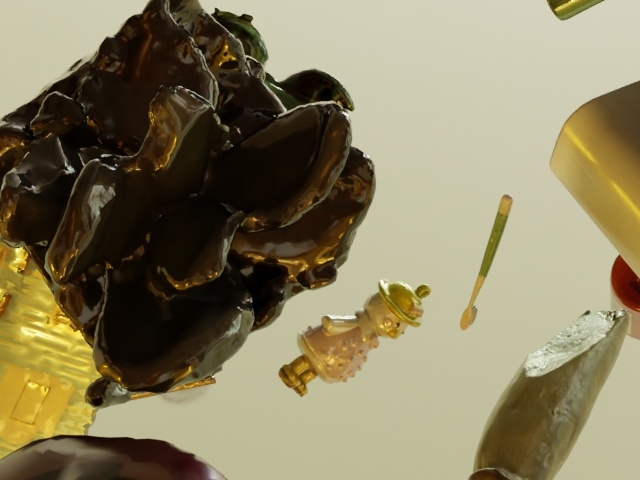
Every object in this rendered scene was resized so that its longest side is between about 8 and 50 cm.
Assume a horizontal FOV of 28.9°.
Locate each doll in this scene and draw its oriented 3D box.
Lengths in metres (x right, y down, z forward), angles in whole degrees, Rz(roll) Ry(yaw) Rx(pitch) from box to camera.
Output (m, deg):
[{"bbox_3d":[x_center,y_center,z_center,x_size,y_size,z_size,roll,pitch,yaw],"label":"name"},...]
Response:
[{"bbox_3d":[0.044,0.112,1.489,0.207,0.129,0.081,-34,-125,2],"label":"doll"}]

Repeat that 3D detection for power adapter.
[{"bbox_3d":[0.384,-0.042,1.267,0.187,0.124,0.255,-23,-120,-20],"label":"power adapter"}]

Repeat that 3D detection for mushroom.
[{"bbox_3d":[0.258,0.186,1.408,0.087,0.107,0.333,-7,-141,47],"label":"mushroom"}]

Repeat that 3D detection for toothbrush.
[{"bbox_3d":[0.237,0.034,1.768,0.024,0.257,0.018,-29,-125,-37],"label":"toothbrush"}]

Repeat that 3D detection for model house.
[{"bbox_3d":[-0.230,0.076,0.941,0.178,0.271,0.206,24,-90,53],"label":"model house"}]

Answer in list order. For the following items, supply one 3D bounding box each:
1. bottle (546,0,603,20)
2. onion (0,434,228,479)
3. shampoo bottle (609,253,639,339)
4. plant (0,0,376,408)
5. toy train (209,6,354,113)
[{"bbox_3d":[0.203,-0.188,0.887,0.083,0.030,0.030,-24,-150,29],"label":"bottle"},{"bbox_3d":[-0.106,0.225,0.548,0.272,0.195,0.272,-27,-140,25],"label":"onion"},{"bbox_3d":[0.478,0.086,1.821,0.104,0.278,0.104,-4,-107,12],"label":"shampoo bottle"},{"bbox_3d":[-0.091,-0.029,0.716,0.199,0.188,0.276,-38,-171,-6],"label":"plant"},{"bbox_3d":[-0.106,-0.118,1.431,0.299,0.238,0.167,37,-135,8],"label":"toy train"}]
